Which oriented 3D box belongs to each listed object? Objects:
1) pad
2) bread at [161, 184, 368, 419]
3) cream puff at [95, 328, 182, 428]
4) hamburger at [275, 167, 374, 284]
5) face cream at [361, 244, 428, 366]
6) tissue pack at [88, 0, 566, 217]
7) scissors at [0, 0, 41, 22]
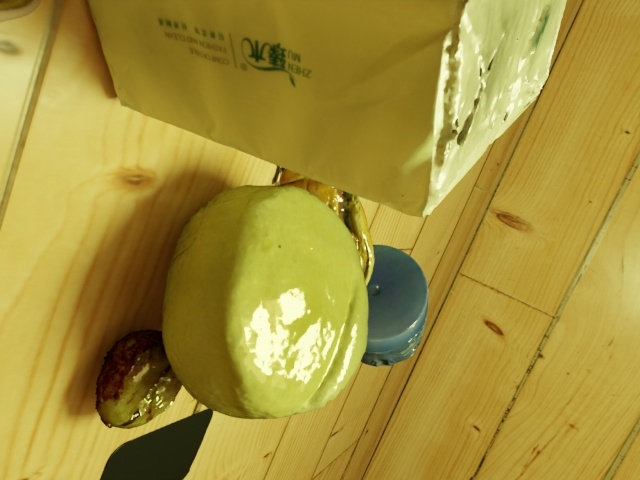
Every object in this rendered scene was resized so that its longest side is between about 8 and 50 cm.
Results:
[{"bbox_3d":[-0.302,0.411,0.957,0.267,0.004,0.181,4,110,-65],"label":"pad"},{"bbox_3d":[-0.083,0.085,0.743,0.320,0.237,0.321,20,63,-48],"label":"bread"},{"bbox_3d":[-0.255,0.189,0.734,0.149,0.084,0.149,-39,145,-35],"label":"cream puff"},{"bbox_3d":[0.000,0.000,0.942,0.155,0.245,0.282,-13,141,-58],"label":"hamburger"},{"bbox_3d":[0.140,0.167,1.297,0.249,0.248,0.225,-54,157,-19],"label":"face cream"},{"bbox_3d":[0.012,-0.217,0.501,0.297,0.380,0.207,-43,145,-35],"label":"tissue pack"},{"bbox_3d":[-0.285,-0.153,0.402,0.160,0.024,0.318,-27,137,-55],"label":"scissors"}]
